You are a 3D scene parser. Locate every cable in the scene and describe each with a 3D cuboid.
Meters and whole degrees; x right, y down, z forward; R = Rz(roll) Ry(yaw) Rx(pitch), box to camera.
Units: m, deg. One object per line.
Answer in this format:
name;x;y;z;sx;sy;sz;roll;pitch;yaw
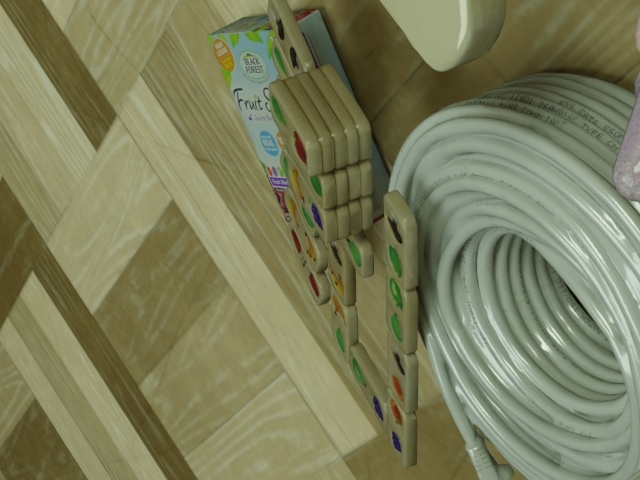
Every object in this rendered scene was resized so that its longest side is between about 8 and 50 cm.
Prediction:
cable;0.141;0.035;0.944;0.257;0.089;0.257;-15;103;63

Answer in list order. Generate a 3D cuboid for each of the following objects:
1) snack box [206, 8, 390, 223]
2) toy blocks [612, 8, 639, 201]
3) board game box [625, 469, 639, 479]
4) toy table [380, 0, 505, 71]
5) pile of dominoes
snack box;-0.012;-0.078;1.152;0.100;0.037;0.141;5;123;58
toy blocks;0.151;-0.119;0.489;0.288;0.260;0.309;22;151;53
board game box;0.273;0.171;0.730;0.305;0.193;0.053;38;146;38
toy table;0.026;-0.210;0.741;0.161;0.252;0.274;-48;62;47
pile of dominoes;0.000;0.000;1.060;0.251;0.040;0.196;87;159;-49
